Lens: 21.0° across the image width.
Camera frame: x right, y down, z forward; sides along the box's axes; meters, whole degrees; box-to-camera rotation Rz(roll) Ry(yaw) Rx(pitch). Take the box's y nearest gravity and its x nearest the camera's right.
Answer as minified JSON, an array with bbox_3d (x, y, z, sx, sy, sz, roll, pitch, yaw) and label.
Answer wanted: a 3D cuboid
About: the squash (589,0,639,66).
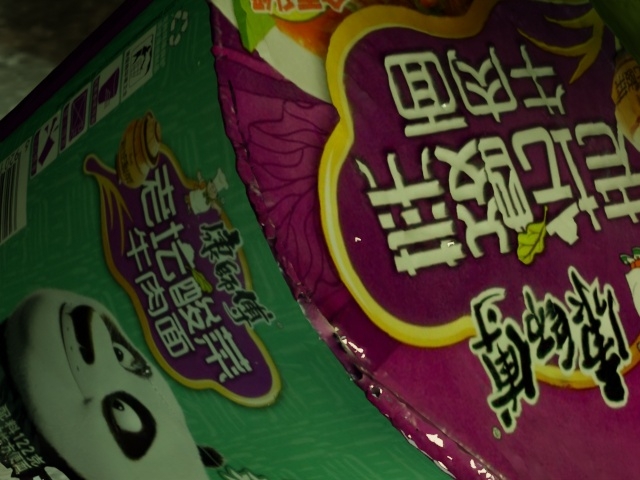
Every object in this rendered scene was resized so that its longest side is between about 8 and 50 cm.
[{"bbox_3d":[0.185,-0.100,0.409,0.309,0.310,0.310,6,147,-30],"label":"squash"}]

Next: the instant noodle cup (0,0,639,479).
[{"bbox_3d":[0.000,0.000,0.588,0.251,0.251,0.190,13,151,-41],"label":"instant noodle cup"}]
